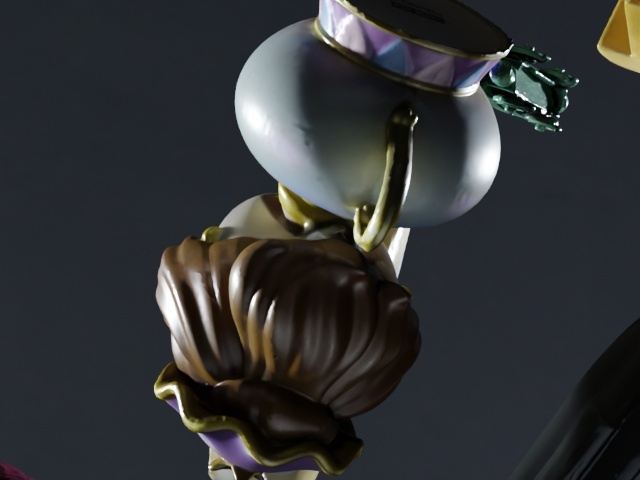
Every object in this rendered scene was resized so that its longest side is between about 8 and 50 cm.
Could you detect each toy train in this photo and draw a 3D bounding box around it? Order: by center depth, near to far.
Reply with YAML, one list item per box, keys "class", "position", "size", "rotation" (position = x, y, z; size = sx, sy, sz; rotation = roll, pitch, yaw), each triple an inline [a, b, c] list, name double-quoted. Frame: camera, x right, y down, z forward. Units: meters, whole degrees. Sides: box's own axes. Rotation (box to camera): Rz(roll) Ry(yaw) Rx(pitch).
- class: "toy train"
  position: [0.196, -0.161, 2.017]
  size: [0.099, 0.070, 0.172]
  rotation: [19, 0, 27]

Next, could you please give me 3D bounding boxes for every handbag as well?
- class: "handbag"
  position: [0.239, 0.164, 1.456]
  size: [0.093, 0.308, 0.254]
  rotation: [42, 18, 27]

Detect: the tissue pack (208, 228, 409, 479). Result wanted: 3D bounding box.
- class: "tissue pack"
  position: [-0.009, 0.063, 1.339]
  size: [0.090, 0.186, 0.222]
  rotation: [21, -32, 7]

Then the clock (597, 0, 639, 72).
- class: "clock"
  position: [0.294, -0.259, 1.179]
  size: [0.200, 0.317, 0.244]
  rotation: [16, -20, 17]

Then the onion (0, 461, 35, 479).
- class: "onion"
  position: [-0.282, 0.266, 1.502]
  size: [0.256, 0.272, 0.230]
  rotation: [40, 34, 25]

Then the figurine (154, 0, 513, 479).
- class: "figurine"
  position: [0.000, 0.000, 0.999]
  size: [0.142, 0.263, 0.189]
  rotation: [20, 20, -7]
